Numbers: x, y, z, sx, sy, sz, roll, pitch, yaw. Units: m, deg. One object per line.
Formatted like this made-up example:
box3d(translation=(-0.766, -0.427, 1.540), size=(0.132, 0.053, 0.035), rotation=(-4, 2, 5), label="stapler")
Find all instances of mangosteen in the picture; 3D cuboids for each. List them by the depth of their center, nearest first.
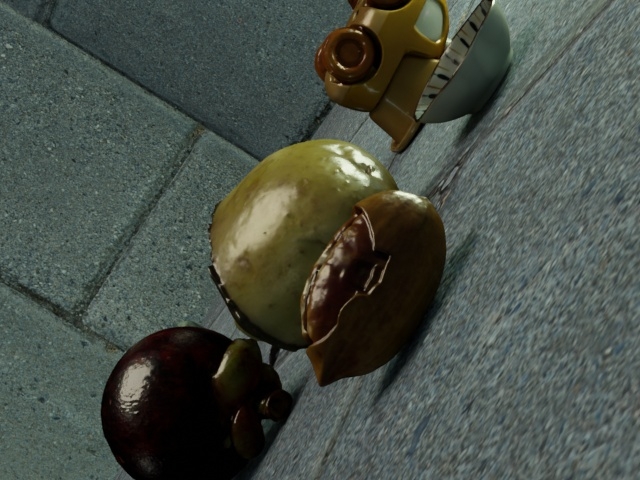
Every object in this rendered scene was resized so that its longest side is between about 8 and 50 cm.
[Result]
box3d(translation=(-0.152, 0.219, 1.660), size=(0.265, 0.228, 0.228), rotation=(-8, 33, 26), label="mangosteen")

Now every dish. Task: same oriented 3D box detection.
box3d(translation=(0.189, -0.210, 1.589), size=(0.191, 0.066, 0.191), rotation=(-59, 7, 11), label="dish")

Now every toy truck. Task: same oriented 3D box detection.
box3d(translation=(0.111, -0.309, 2.045), size=(0.288, 0.211, 0.204), rotation=(-62, 6, 0), label="toy truck")

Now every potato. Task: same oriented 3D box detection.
box3d(translation=(-0.005, -0.017, 1.570), size=(0.242, 0.242, 0.285), rotation=(-55, 1, 27), label="potato")

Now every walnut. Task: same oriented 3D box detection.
box3d(translation=(0.047, 0.045, 1.207), size=(0.207, 0.115, 0.116), rotation=(-63, 7, -9), label="walnut")

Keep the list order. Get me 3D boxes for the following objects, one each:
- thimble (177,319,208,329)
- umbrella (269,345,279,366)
box3d(translation=(-0.242, 0.263, 2.345), size=(0.211, 0.149, 0.185), rotation=(-60, 8, -14), label="thimble")
box3d(translation=(-0.073, 0.174, 2.036), size=(0.013, 0.022, 0.122), rotation=(-29, 28, 19), label="umbrella")
